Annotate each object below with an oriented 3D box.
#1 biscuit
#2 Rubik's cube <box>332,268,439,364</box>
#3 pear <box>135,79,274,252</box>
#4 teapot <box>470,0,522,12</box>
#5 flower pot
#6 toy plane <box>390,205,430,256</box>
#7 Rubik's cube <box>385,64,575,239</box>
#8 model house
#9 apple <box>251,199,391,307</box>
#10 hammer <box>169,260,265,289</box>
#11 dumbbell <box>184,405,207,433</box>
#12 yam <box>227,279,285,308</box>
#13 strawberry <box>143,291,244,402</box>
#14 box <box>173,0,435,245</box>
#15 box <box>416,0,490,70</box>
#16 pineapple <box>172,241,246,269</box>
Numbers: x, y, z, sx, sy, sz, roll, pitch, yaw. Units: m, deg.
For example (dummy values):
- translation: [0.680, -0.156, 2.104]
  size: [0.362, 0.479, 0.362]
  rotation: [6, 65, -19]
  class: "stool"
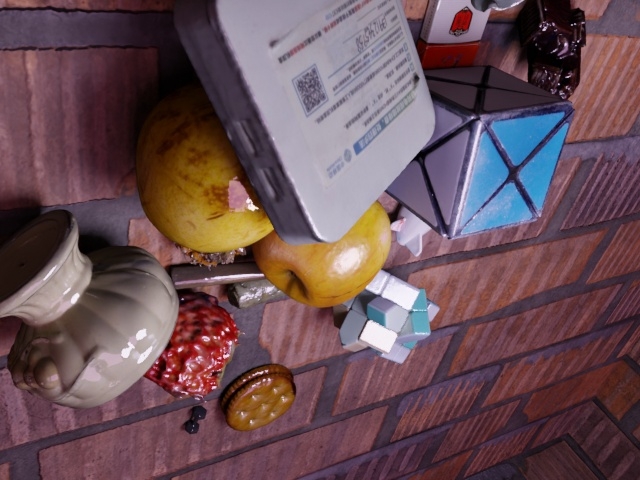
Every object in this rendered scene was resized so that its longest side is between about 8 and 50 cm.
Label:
- translation: [-0.165, 0.429, 1.735]
  size: [0.221, 0.066, 0.220]
  rotation: [-20, 138, -20]
  class: "biscuit"
- translation: [0.147, 0.182, 1.567]
  size: [0.224, 0.265, 0.213]
  rotation: [-57, 142, 1]
  class: "Rubik's cube"
- translation: [-0.167, -0.115, 1.036]
  size: [0.281, 0.280, 0.280]
  rotation: [-20, 138, -19]
  class: "pear"
- translation: [0.273, -0.512, 1.034]
  size: [0.225, 0.171, 0.203]
  rotation: [48, 53, -43]
  class: "teapot"
- translation: [-0.422, 0.106, 1.073]
  size: [0.308, 0.307, 0.244]
  rotation: [-37, 124, 1]
  class: "flower pot"
- translation: [0.265, -0.087, 1.497]
  size: [0.252, 0.118, 0.252]
  rotation: [-22, 138, -21]
  class: "toy plane"
- translation: [0.286, -0.176, 1.233]
  size: [0.260, 0.255, 0.259]
  rotation: [-13, 125, -25]
  class: "Rubik's cube"
- translation: [0.477, -0.395, 1.293]
  size: [0.141, 0.203, 0.164]
  rotation: [-5, 172, 12]
  class: "model house"
- translation: [0.000, 0.000, 1.257]
  size: [0.233, 0.286, 0.286]
  rotation: [-53, 145, -21]
  class: "apple"
- translation: [-0.105, 0.060, 1.388]
  size: [0.441, 0.168, 0.044]
  rotation: [-4, 163, -22]
  class: "hammer"
- translation: [-0.330, 0.475, 1.685]
  size: [0.040, 0.036, 0.083]
  rotation: [2, 127, -40]
  class: "dumbbell"
- translation: [-0.121, 0.100, 1.436]
  size: [0.179, 0.078, 0.078]
  rotation: [-17, 137, -27]
  class: "yam"
- translation: [-0.291, 0.176, 1.311]
  size: [0.150, 0.280, 0.253]
  rotation: [-66, 170, 17]
  class: "strawberry"
- translation: [0.010, -0.242, 0.946]
  size: [0.396, 0.111, 0.396]
  rotation: [-46, 124, -38]
  class: "box"
- translation: [0.262, -0.432, 1.214]
  size: [0.139, 0.035, 0.245]
  rotation: [-11, 134, -27]
  class: "box"
- translation: [-0.197, -0.007, 1.223]
  size: [0.162, 0.136, 0.176]
  rotation: [-30, 141, -8]
  class: "pineapple"
